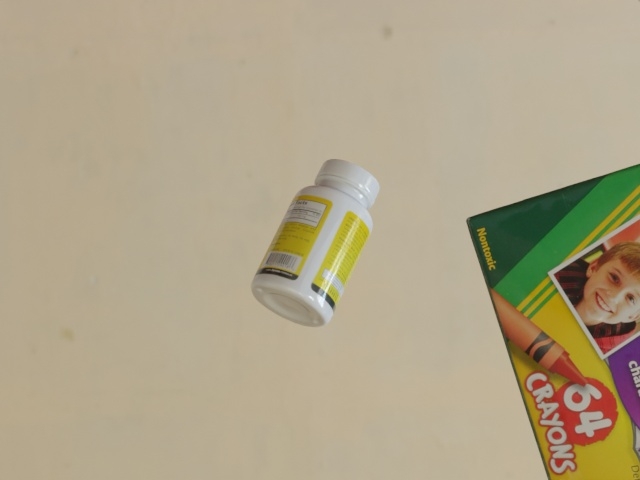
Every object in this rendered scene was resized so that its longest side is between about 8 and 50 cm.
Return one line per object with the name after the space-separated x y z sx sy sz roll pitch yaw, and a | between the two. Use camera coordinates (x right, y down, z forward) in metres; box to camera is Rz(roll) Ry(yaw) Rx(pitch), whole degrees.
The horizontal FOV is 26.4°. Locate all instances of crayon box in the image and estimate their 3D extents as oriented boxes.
0.323 0.109 1.106 0.313 0.363 0.106 -18 171 7 | crayon box

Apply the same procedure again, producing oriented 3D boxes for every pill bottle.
0.000 0.000 1.005 0.065 0.116 0.065 23 158 10 | pill bottle
